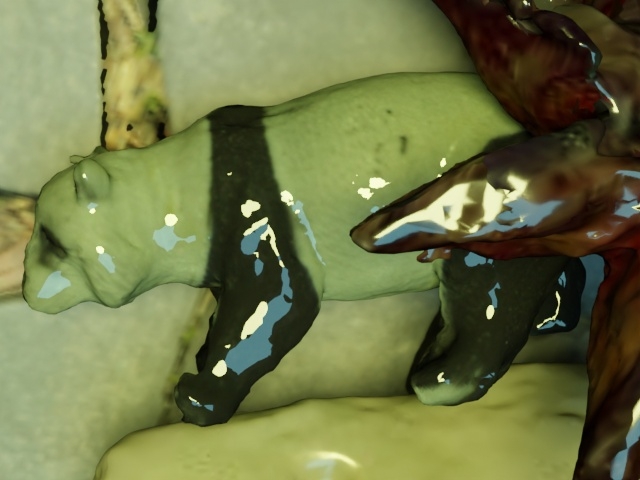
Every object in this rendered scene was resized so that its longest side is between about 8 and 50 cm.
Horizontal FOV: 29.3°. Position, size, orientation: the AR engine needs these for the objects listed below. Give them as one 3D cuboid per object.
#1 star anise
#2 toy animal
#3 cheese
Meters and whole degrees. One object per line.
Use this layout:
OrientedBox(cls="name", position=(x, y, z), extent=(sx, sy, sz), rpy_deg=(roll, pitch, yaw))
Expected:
OrientedBox(cls="star anise", position=(0.138, -0.030, 0.414), extent=(0.272, 0.272, 0.102), rpy_deg=(15, 153, -23))
OrientedBox(cls="toy animal", position=(0.000, 0.000, 0.474), extent=(0.225, 0.094, 0.121), rpy_deg=(-7, 102, -3))
OrientedBox(cls="cheese", position=(0.030, 0.117, 0.526), extent=(0.262, 0.093, 0.159), rpy_deg=(-5, 155, -11))
